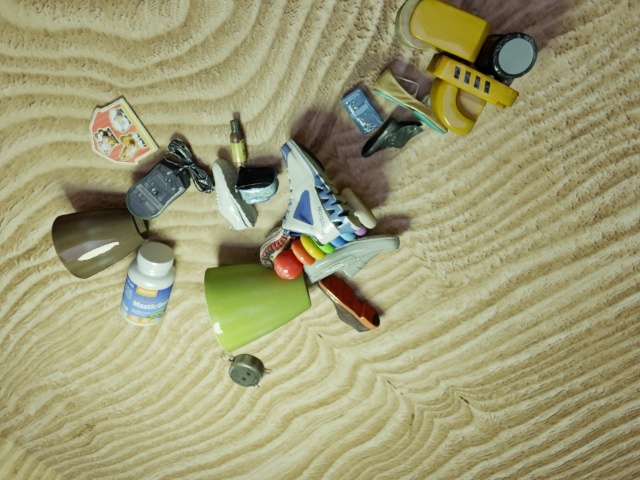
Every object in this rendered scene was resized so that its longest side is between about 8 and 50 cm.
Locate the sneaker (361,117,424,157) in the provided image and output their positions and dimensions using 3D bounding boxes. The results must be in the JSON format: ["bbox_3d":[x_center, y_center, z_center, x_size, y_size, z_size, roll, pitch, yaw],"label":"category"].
[{"bbox_3d":[0.192,-0.270,1.292,0.089,0.051,0.170,24,134,-22],"label":"sneaker"}]

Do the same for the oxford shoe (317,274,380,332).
[{"bbox_3d":[0.074,0.218,1.579,0.271,0.097,0.098,44,125,-15],"label":"oxford shoe"}]

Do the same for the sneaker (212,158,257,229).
[{"bbox_3d":[-0.279,-0.132,1.435,0.095,0.090,0.235,-9,117,24],"label":"sneaker"}]

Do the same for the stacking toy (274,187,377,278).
[{"bbox_3d":[0.000,0.000,1.391,0.330,0.141,0.141,-40,108,12],"label":"stacking toy"}]

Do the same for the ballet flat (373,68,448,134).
[{"bbox_3d":[0.247,-0.359,1.223,0.232,0.080,0.073,29,105,-10],"label":"ballet flat"}]

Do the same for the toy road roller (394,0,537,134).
[{"bbox_3d":[0.301,-0.394,1.097,0.330,0.202,0.240,23,112,-5],"label":"toy road roller"}]

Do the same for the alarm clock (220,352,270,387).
[{"bbox_3d":[-0.300,0.490,1.816,0.192,0.064,0.129,38,119,-10],"label":"alarm clock"}]

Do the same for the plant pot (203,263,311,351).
[{"bbox_3d":[-0.185,0.185,1.523,0.294,0.275,0.274,-14,118,-1],"label":"plant pot"}]

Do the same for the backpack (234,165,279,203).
[{"bbox_3d":[-0.179,-0.163,1.389,0.114,0.105,0.084,-4,142,11],"label":"backpack"}]

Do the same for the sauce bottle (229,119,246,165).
[{"bbox_3d":[-0.238,-0.280,1.361,0.042,0.042,0.128,2,122,8],"label":"sauce bottle"}]

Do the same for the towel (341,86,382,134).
[{"bbox_3d":[0.112,-0.345,1.276,0.067,0.029,0.119,-30,112,24],"label":"towel"}]

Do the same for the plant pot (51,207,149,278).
[{"bbox_3d":[-0.676,-0.016,1.510,0.230,0.215,0.215,-19,117,2],"label":"plant pot"}]

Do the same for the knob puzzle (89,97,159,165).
[{"bbox_3d":[-0.608,-0.303,1.413,0.213,0.030,0.213,4,121,7],"label":"knob puzzle"}]

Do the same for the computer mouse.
[{"bbox_3d":[-0.470,-0.167,1.455,0.272,0.072,0.188,-33,109,11],"label":"computer mouse"}]

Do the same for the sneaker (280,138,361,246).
[{"bbox_3d":[-0.048,-0.110,1.289,0.182,0.127,0.315,-37,73,17],"label":"sneaker"}]

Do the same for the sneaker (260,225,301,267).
[{"bbox_3d":[-0.109,-0.023,1.468,0.225,0.092,0.088,-42,126,9],"label":"sneaker"}]

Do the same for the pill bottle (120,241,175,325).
[{"bbox_3d":[-0.575,0.144,1.599,0.152,0.152,0.272,22,122,-5],"label":"pill bottle"}]

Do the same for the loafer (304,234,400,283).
[{"bbox_3d":[0.095,0.056,1.457,0.319,0.112,0.111,-16,85,25],"label":"loafer"}]
